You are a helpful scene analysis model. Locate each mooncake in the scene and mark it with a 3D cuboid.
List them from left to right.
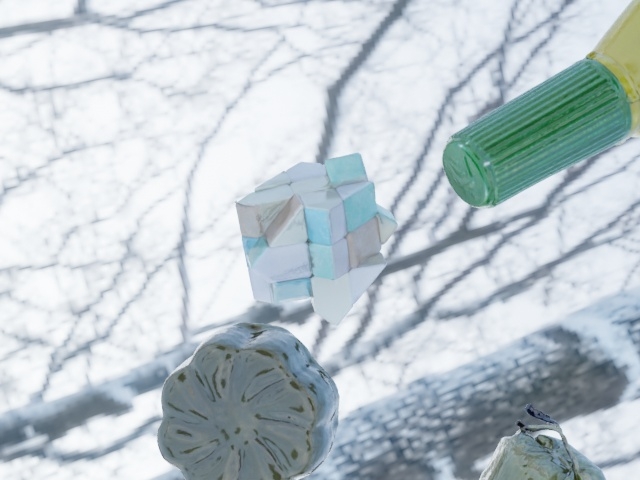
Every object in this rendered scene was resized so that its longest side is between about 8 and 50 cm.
[{"bbox_3d":[-0.112,0.176,0.535,0.150,0.057,0.346,17,-99,12],"label":"mooncake"}]

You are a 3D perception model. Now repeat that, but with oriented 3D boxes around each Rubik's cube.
[{"bbox_3d":[0.002,0.001,0.928,0.073,0.084,0.075,8,-46,34],"label":"Rubik's cube"}]

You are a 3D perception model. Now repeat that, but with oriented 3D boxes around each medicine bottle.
[{"bbox_3d":[0.182,-0.092,1.009,0.064,0.260,0.095,19,-47,58],"label":"medicine bottle"}]

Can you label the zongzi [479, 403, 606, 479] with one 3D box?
[{"bbox_3d":[0.155,0.220,1.115,0.094,0.204,0.205,27,-84,44],"label":"zongzi"}]
